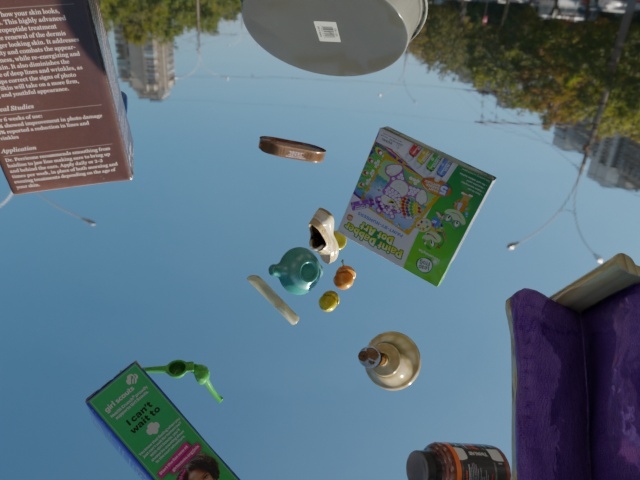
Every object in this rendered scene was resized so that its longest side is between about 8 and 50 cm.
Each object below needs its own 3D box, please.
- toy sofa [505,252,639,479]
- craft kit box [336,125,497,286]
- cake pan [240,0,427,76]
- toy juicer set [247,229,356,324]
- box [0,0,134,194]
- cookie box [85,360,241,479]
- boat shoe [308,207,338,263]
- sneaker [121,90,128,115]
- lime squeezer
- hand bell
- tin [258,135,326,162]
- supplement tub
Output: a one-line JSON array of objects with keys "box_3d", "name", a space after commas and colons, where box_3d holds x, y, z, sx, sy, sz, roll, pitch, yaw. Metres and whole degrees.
[{"box_3d": [0.327, 0.202, 0.601, 0.177, 0.150, 0.363, 19, -122, -6], "name": "toy sofa"}, {"box_3d": [0.188, -0.071, 1.081, 0.249, 0.247, 0.061, 29, -154, 17], "name": "craft kit box"}, {"box_3d": [0.011, -0.337, 0.792, 0.293, 0.054, 0.293, 10, 168, 2], "name": "cake pan"}, {"box_3d": [-0.042, 0.119, 1.476, 0.329, 0.209, 0.089, -29, -166, -29], "name": "toy juicer set"}, {"box_3d": [-0.413, -0.269, 0.775, 0.191, 0.381, 0.143, -9, -139, -12], "name": "box"}, {"box_3d": [-0.106, 0.142, 0.354, 0.107, 0.092, 0.040, 45, -121, 6], "name": "cookie box"}, {"box_3d": [0.000, 0.000, 1.217, 0.063, 0.170, 0.059, 27, -123, 31], "name": "boat shoe"}, {"box_3d": [-0.427, -0.230, 1.049, 0.078, 0.067, 0.188, 7, -126, -31], "name": "sneaker"}, {"box_3d": [-0.375, 0.365, 1.427, 0.310, 0.110, 0.059, 27, -137, -33], "name": "lime squeezer"}, {"box_3d": [0.117, 0.232, 1.030, 0.126, 0.126, 0.242, 16, 172, 22], "name": "hand bell"}, {"box_3d": [-0.077, -0.250, 1.441, 0.189, 0.040, 0.106, 7, -164, -19], "name": "tin"}, {"box_3d": [0.268, 0.452, 1.029, 0.197, 0.106, 0.106, 13, -159, -25], "name": "supplement tub"}]
